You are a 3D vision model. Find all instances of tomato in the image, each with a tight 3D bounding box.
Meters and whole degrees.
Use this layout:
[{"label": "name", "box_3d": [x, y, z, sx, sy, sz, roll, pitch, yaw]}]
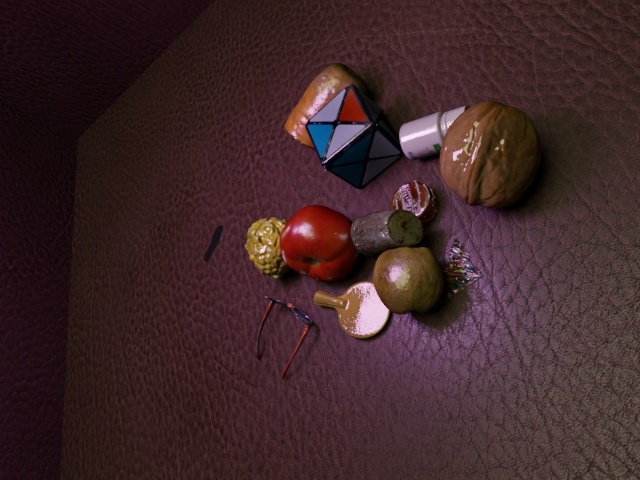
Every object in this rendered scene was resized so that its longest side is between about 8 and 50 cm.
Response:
[{"label": "tomato", "box_3d": [0.000, 0.000, 1.847, 0.299, 0.298, 0.226, -6, 44, 39]}]

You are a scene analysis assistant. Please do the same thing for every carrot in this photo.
[{"label": "carrot", "box_3d": [0.029, -0.540, 2.075, 0.340, 0.224, 0.224, -51, 48, 22]}]

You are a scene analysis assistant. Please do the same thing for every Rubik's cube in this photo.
[{"label": "Rubik's cube", "box_3d": [0.130, -0.379, 1.899, 0.246, 0.248, 0.250, -38, 53, 23]}]

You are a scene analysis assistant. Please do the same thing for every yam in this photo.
[{"label": "yam", "box_3d": [0.205, -0.027, 1.708, 0.254, 0.154, 0.153, -11, 64, 58]}]

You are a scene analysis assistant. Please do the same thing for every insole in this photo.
[{"label": "insole", "box_3d": [-0.507, 0.014, 2.433, 0.064, 0.004, 0.188, 23, 88, 44]}]

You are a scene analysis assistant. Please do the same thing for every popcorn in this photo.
[{"label": "popcorn", "box_3d": [-0.183, 0.022, 2.021, 0.212, 0.259, 0.259, -31, 53, 10]}]

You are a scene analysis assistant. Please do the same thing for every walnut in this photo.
[{"label": "walnut", "box_3d": [0.500, -0.251, 1.523, 0.252, 0.277, 0.312, -139, 69, -80]}]

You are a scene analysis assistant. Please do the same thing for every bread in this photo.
[{"label": "bread", "box_3d": [0.320, -0.122, 1.747, 0.161, 0.073, 0.160, -16, 62, 34]}]

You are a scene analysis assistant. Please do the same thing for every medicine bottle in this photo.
[{"label": "medicine bottle", "box_3d": [0.401, -0.366, 1.741, 0.237, 0.139, 0.139, -13, 64, 35]}]

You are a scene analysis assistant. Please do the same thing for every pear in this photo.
[{"label": "pear", "box_3d": [0.270, 0.132, 1.599, 0.229, 0.188, 0.211, -19, 59, 43]}]

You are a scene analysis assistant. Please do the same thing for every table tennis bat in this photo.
[{"label": "table tennis bat", "box_3d": [0.105, 0.230, 1.798, 0.321, 0.050, 0.198, 9, 77, 38]}]

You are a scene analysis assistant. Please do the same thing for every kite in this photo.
[{"label": "kite", "box_3d": [0.418, 0.105, 1.612, 0.189, 0.009, 0.232, 6, 76, 41]}]

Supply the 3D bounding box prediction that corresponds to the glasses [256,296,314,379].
[{"label": "glasses", "box_3d": [-0.158, 0.359, 1.918, 0.234, 0.118, 0.268, 25, 88, 42]}]
